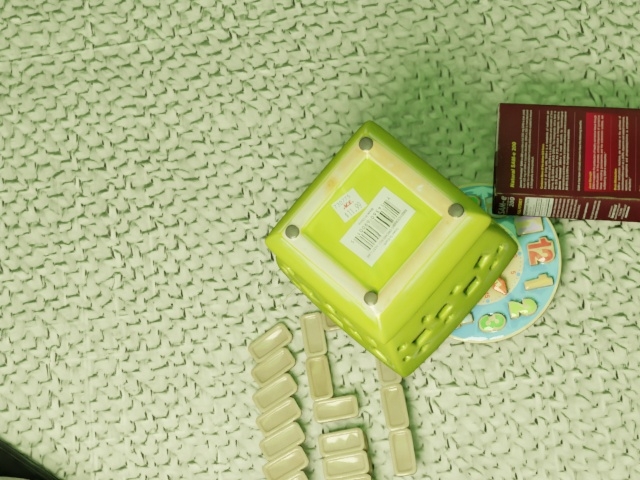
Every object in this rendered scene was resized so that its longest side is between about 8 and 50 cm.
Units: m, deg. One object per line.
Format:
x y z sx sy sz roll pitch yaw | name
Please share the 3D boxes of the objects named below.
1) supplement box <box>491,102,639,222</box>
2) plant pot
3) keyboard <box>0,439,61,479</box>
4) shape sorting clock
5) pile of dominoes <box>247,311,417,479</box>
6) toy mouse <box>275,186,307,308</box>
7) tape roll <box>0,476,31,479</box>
0.337 -0.096 1.791 0.239 0.073 0.130 4 68 6 | supplement box
0.080 0.003 1.727 0.227 0.207 0.228 41 88 17 | plant pot
-0.393 0.395 1.864 0.317 0.033 0.201 32 85 14 | keyboard
0.202 0.028 1.825 0.206 0.040 0.206 -2 79 9 | shape sorting clock
0.013 0.213 1.837 0.196 0.040 0.251 -12 70 8 | pile of dominoes
0.000 0.000 1.869 0.161 0.031 0.143 -18 78 6 | toy mouse
-0.410 0.490 1.792 0.392 0.072 0.392 0 91 6 | tape roll
